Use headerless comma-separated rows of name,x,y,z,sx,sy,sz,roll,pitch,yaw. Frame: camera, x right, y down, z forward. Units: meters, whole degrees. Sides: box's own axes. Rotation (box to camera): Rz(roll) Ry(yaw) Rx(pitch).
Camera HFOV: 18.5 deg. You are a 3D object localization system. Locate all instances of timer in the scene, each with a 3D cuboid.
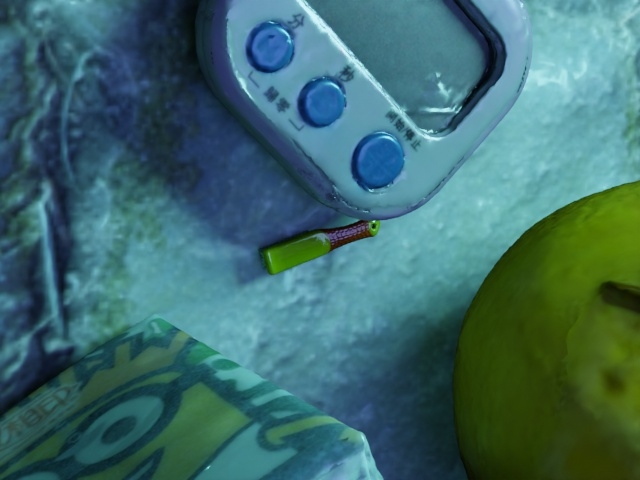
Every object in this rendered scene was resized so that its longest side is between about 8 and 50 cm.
timer,0.028,-0.127,1.251,0.191,0.069,0.208,-48,116,-10

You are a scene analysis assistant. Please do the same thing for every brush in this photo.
brush,0.000,0.000,1.291,0.083,0.021,0.018,-20,108,-16

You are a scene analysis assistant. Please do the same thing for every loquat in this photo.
loquat,0.246,0.128,1.297,0.328,0.328,0.359,-24,155,-20

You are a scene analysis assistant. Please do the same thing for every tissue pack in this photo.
tissue pack,-0.106,0.175,1.111,0.228,0.311,0.128,-36,114,-15
